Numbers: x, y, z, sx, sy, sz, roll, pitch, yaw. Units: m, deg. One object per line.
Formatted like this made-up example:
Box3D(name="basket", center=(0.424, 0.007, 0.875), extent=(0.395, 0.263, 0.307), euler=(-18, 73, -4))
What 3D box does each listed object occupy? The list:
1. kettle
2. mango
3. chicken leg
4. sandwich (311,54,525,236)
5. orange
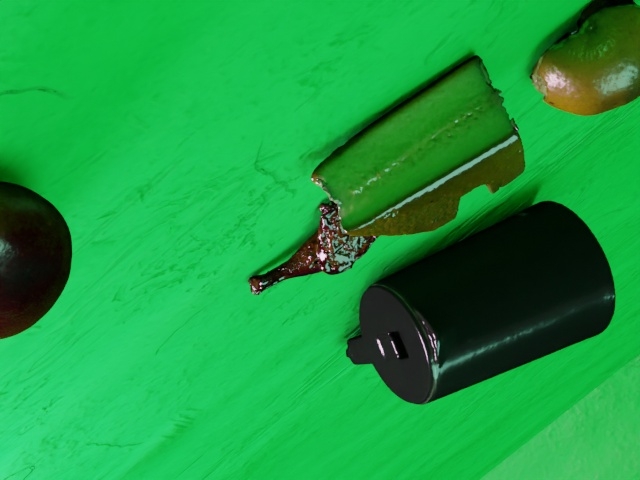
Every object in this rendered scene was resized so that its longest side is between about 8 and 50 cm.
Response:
Box3D(name="kettle", center=(0.206, 0.080, 2.496), extent=(0.308, 0.262, 0.203), euler=(-22, 120, -25))
Box3D(name="mango", center=(-0.290, 0.022, 1.652), extent=(0.133, 0.111, 0.267), euler=(-42, 166, -16))
Box3D(name="chicken leg", center=(0.006, 0.002, 2.151), extent=(0.093, 0.053, 0.205), euler=(23, 114, -40))
Box3D(name="sandwich", center=(0.109, -0.087, 2.023), extent=(0.236, 0.122, 0.128), euler=(-31, 155, -7))
Box3D(name="orange", center=(0.336, -0.209, 2.135), extent=(0.160, 0.112, 0.170), euler=(-22, 144, -30))
